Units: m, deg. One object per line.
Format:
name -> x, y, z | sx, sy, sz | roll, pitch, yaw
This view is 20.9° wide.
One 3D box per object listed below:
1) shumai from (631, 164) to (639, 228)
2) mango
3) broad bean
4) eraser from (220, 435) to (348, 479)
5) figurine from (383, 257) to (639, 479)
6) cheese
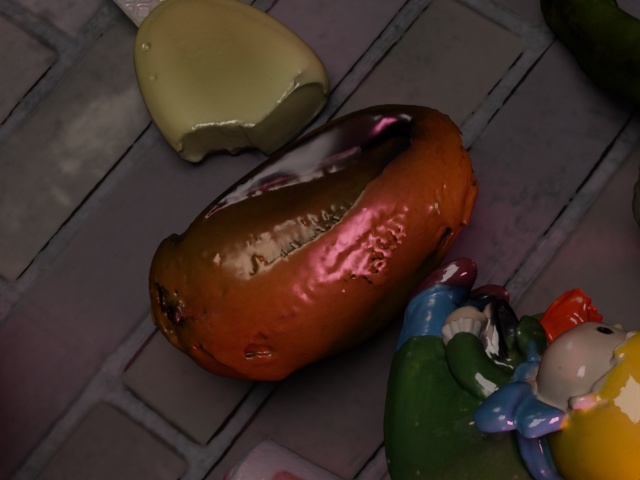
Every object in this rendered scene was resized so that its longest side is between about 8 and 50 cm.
shumai -> 0.340, -0.021, 1.096 | 0.260, 0.225, 0.222 | -28, 82, 15
mango -> 0.000, 0.000, 1.176 | 0.248, 0.151, 0.156 | -37, 24, -16
broad bean -> 0.232, -0.159, 1.182 | 0.049, 0.292, 0.144 | 7, 87, -28
eraser -> 0.017, 0.248, 1.092 | 0.227, 0.081, 0.174 | 26, 76, 19
figurine -> 0.161, 0.085, 1.083 | 0.234, 0.127, 0.185 | -18, 43, 32
cheese -> -0.110, -0.157, 1.317 | 0.127, 0.050, 0.255 | -42, 64, -7
